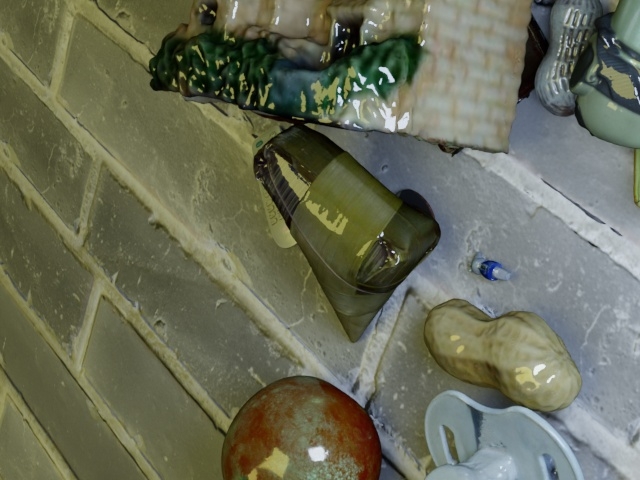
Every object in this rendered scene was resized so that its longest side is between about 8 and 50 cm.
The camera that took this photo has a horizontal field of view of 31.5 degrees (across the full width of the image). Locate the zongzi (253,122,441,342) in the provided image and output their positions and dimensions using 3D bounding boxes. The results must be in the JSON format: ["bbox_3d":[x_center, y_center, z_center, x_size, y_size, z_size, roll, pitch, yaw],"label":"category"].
[{"bbox_3d":[0.000,0.000,1.764,0.289,0.154,0.317,42,139,10],"label":"zongzi"}]

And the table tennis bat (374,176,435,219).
[{"bbox_3d":[0.125,-0.044,1.773,0.158,0.014,0.095,50,128,33],"label":"table tennis bat"}]

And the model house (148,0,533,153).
[{"bbox_3d":[0.048,-0.346,1.551,0.445,0.395,0.400,17,97,49],"label":"model house"}]

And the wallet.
[{"bbox_3d":[0.233,-0.227,1.624,0.232,0.031,0.122,-42,59,41],"label":"wallet"}]

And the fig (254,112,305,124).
[{"bbox_3d":[-0.039,-0.329,1.870,0.170,0.145,0.274,26,98,45],"label":"fig"}]

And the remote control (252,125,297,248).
[{"bbox_3d":[-0.066,-0.091,1.973,0.073,0.044,0.229,-32,60,33],"label":"remote control"}]

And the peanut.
[{"bbox_3d":[0.244,0.149,1.570,0.274,0.111,0.125,19,102,47],"label":"peanut"}]

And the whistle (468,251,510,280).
[{"bbox_3d":[0.243,0.040,1.630,0.083,0.029,0.033,25,95,54],"label":"whistle"}]

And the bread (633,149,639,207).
[{"bbox_3d":[0.441,-0.093,1.404,0.074,0.084,0.139,-35,35,45],"label":"bread"}]

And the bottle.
[{"bbox_3d":[0.416,-0.260,1.286,0.168,0.168,0.347,47,120,37],"label":"bottle"}]

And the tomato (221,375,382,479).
[{"bbox_3d":[-0.042,0.356,1.830,0.270,0.222,0.270,10,102,50],"label":"tomato"}]

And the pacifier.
[{"bbox_3d":[0.221,0.332,1.539,0.279,0.207,0.227,6,114,49],"label":"pacifier"}]

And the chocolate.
[{"bbox_3d":[0.325,-0.246,1.486,0.072,0.072,0.167,25,111,46],"label":"chocolate"}]
